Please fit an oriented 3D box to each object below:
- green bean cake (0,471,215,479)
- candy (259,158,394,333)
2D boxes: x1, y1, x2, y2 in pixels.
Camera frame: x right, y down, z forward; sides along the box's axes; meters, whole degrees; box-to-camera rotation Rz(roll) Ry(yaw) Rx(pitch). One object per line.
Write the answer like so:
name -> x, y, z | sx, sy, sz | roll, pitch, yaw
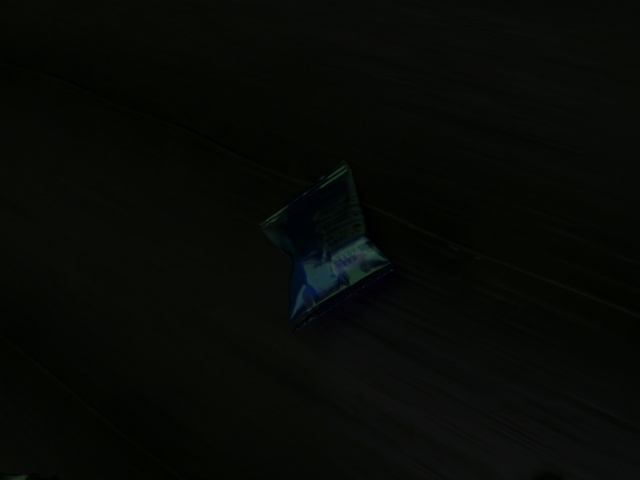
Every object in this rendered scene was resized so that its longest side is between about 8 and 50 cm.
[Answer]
green bean cake -> -0.134, 0.206, 0.596 | 0.241, 0.255, 0.132 | -3, 68, 32
candy -> -0.001, 0.001, 0.747 | 0.088, 0.038, 0.136 | -36, 41, 13
